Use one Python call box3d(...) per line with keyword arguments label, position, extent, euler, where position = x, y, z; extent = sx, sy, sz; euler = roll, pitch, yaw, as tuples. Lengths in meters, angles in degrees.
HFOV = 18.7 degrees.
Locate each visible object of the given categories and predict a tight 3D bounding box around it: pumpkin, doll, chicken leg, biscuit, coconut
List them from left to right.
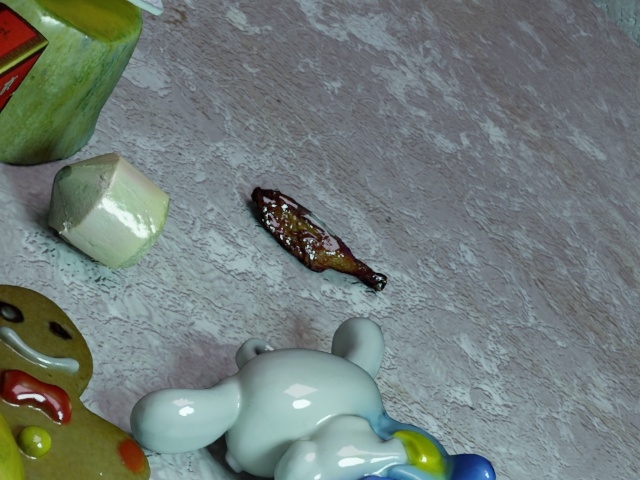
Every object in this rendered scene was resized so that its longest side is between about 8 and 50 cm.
box3d(label="pumpkin", position=(-0.346, -0.264, 2.185), extent=(0.332, 0.199, 0.332), euler=(29, 36, -24))
box3d(label="biscuit", position=(-0.276, 0.185, 1.811), extent=(0.283, 0.064, 0.432), euler=(28, 33, -24))
box3d(label="coconut", position=(-0.236, -0.036, 2.100), extent=(0.122, 0.116, 0.116), euler=(37, 29, -21))
box3d(label="chicken leg", position=(-0.002, 0.001, 2.409), extent=(0.205, 0.053, 0.093), euler=(45, 15, -4))
box3d(label="doll", position=(0.028, 0.242, 2.021), extent=(0.376, 0.187, 0.365), euler=(-28, 63, -36))

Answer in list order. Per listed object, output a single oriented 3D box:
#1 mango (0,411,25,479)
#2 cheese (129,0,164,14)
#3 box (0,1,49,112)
box3d(label="mango", position=(-0.353, 0.170, 1.612), extent=(0.254, 0.139, 0.175), euler=(23, 65, 7))
box3d(label="cheese", position=(-0.265, -0.301, 2.107), extent=(0.255, 0.050, 0.127), euler=(23, 34, -42))
box3d(label="box", position=(-0.376, -0.109, 1.891), extent=(0.074, 0.240, 0.153), euler=(42, 29, 4))
